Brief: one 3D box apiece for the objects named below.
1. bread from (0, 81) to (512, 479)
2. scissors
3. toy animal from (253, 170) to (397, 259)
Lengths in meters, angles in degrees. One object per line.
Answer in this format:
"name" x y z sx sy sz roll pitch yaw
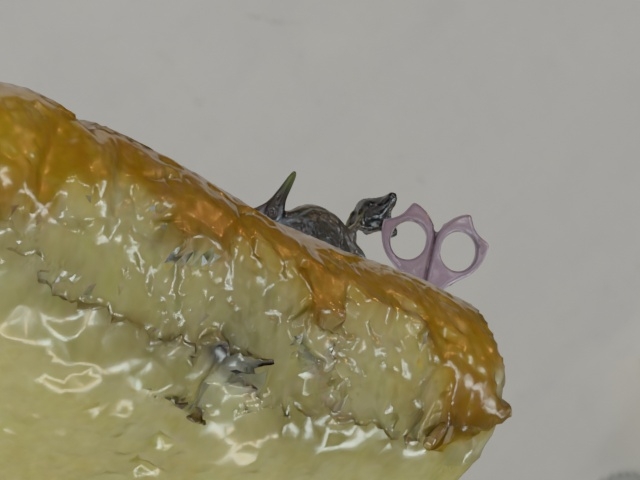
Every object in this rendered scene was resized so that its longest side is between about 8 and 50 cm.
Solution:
"bread" -0.094 0.064 0.964 0.375 0.165 0.236 28 127 -36
"scissors" 0.098 0.067 1.800 0.021 0.110 0.212 89 15 -75
"toy animal" 0.006 -0.008 1.848 0.202 0.070 0.105 13 79 -32
